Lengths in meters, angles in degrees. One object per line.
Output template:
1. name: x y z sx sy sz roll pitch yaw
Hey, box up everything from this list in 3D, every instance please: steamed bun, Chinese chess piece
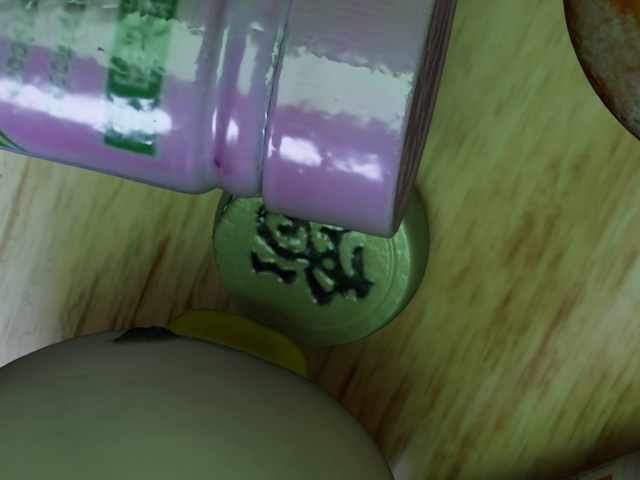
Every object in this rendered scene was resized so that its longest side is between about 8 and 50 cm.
1. steamed bun: -0.112 0.207 1.235 0.334 0.334 0.374 48 157 -11
2. Chinese chess piece: 0.000 0.000 1.287 0.144 0.058 0.144 5 115 11

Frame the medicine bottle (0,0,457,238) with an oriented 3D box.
1. medicine bottle: -0.090 -0.136 1.161 0.325 0.212 0.212 14 116 6

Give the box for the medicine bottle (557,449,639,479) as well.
1. medicine bottle: 0.159 0.232 1.319 0.249 0.133 0.133 -24 107 22

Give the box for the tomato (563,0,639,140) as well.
1. tomato: 0.270 -0.162 1.067 0.270 0.222 0.270 16 123 27
